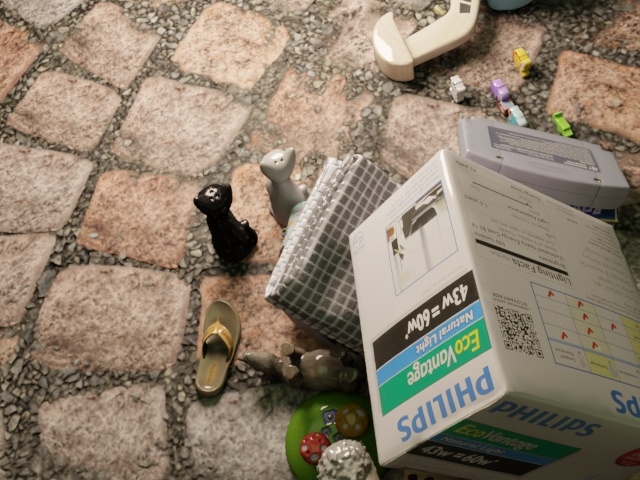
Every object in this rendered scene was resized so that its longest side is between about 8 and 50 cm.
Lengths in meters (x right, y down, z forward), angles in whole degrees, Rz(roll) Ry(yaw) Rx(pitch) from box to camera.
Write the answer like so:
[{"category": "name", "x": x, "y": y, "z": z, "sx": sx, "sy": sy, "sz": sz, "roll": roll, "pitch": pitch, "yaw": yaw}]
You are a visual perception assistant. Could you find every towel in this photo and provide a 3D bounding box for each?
[{"category": "towel", "x": 0.072, "y": 0.024, "z": 1.200, "sx": 0.235, "sy": 0.121, "sz": 0.283, "roll": 30, "pitch": 76, "yaw": -13}]

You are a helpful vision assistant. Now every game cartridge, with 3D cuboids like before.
[{"category": "game cartridge", "x": 0.396, "y": -0.141, "z": 1.353, "sx": 0.297, "sy": 0.062, "sz": 0.198, "roll": 13, "pitch": 37, "yaw": -1}]

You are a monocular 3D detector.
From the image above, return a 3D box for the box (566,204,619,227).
[{"category": "box", "x": 0.457, "y": -0.051, "z": 1.378, "sx": 0.169, "sy": 0.059, "sz": 0.054, "roll": 3, "pitch": 65, "yaw": 8}]

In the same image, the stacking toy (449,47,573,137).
[{"category": "stacking toy", "x": 0.379, "y": -0.271, "z": 1.495, "sx": 0.167, "sy": 0.052, "sz": 0.221, "roll": -22, "pitch": 65, "yaw": -4}]

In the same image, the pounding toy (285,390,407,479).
[{"category": "pounding toy", "x": 0.051, "y": 0.332, "z": 1.220, "sx": 0.237, "sy": 0.110, "sz": 0.183, "roll": 15, "pitch": 68, "yaw": 14}]

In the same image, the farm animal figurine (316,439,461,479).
[{"category": "farm animal figurine", "x": 0.199, "y": 0.394, "z": 1.081, "sx": 0.330, "sy": 0.172, "sz": 0.327, "roll": -26, "pitch": 89, "yaw": 1}]

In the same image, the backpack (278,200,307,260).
[{"category": "backpack", "x": 0.000, "y": 0.000, "z": 1.348, "sx": 0.152, "sy": 0.115, "sz": 0.182, "roll": -1, "pitch": 26, "yaw": 5}]

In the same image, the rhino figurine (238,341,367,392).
[{"category": "rhino figurine", "x": -0.034, "y": 0.218, "z": 1.281, "sx": 0.243, "sy": 0.106, "sz": 0.073, "roll": 1, "pitch": 68, "yaw": 21}]

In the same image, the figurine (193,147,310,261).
[{"category": "figurine", "x": -0.122, "y": -0.075, "z": 1.375, "sx": 0.215, "sy": 0.209, "sz": 0.092, "roll": -31, "pitch": 66, "yaw": -8}]

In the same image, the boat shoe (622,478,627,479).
[{"category": "boat shoe", "x": 0.416, "y": 0.236, "z": 1.197, "sx": 0.110, "sy": 0.121, "sz": 0.341, "roll": -13, "pitch": 60, "yaw": 21}]

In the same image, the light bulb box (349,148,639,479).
[{"category": "light bulb box", "x": 0.257, "y": 0.124, "z": 1.011, "sx": 0.358, "sy": 0.225, "sz": 0.361, "roll": 19, "pitch": 46, "yaw": -28}]

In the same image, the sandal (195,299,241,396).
[{"category": "sandal", "x": -0.189, "y": 0.190, "z": 1.347, "sx": 0.072, "sy": 0.049, "sz": 0.180, "roll": 6, "pitch": 66, "yaw": 9}]

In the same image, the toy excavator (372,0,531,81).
[{"category": "toy excavator", "x": 0.334, "y": -0.557, "z": 1.564, "sx": 0.433, "sy": 0.222, "sz": 0.445, "roll": 2, "pitch": 74, "yaw": 9}]

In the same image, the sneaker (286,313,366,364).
[{"category": "sneaker", "x": 0.065, "y": 0.122, "z": 1.326, "sx": 0.268, "sy": 0.101, "sz": 0.153, "roll": 28, "pitch": 70, "yaw": 12}]
